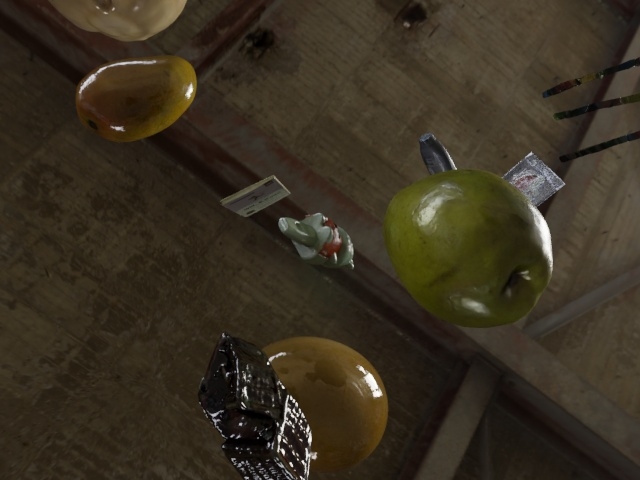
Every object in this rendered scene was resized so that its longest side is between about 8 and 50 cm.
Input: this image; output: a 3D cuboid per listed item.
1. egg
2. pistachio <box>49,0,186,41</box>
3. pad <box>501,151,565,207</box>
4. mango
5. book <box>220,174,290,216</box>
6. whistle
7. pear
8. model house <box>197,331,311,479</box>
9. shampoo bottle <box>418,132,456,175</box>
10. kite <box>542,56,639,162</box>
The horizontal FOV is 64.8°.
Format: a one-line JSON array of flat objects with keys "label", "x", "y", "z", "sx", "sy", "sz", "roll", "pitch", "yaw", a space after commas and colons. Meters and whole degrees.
[{"label": "egg", "x": -0.012, "y": 0.317, "z": 1.001, "sx": 0.322, "sy": 0.250, "sz": 0.250, "roll": 34, "pitch": -114, "yaw": -28}, {"label": "pistachio", "x": -0.233, "y": -0.374, "z": 0.560, "sx": 0.188, "sy": 0.299, "sz": 0.187, "roll": 7, "pitch": -147, "yaw": -5}, {"label": "pad", "x": 0.484, "y": -0.104, "z": 1.298, "sx": 0.006, "sy": 0.245, "sz": 0.170, "roll": 34, "pitch": -155, "yaw": -32}, {"label": "mango", "x": -0.458, "y": -0.370, "z": 1.289, "sx": 0.317, "sy": 0.173, "sz": 0.211, "roll": -30, "pitch": -116, "yaw": -18}, {"label": "book", "x": -0.139, "y": -0.095, "z": 1.125, "sx": 0.127, "sy": 0.182, "sz": 0.014, "roll": -26, "pitch": -98, "yaw": 4}, {"label": "whistle", "x": -0.002, "y": 0.000, "z": 1.075, "sx": 0.253, "sy": 0.102, "sz": 0.105, "roll": 24, "pitch": -90, "yaw": -51}, {"label": "pear", "x": 0.235, "y": 0.006, "z": 0.848, "sx": 0.253, "sy": 0.307, "sz": 0.252, "roll": -5, "pitch": -69, "yaw": -14}, {"label": "model house", "x": -0.076, "y": 0.206, "z": 0.570, "sx": 0.106, "sy": 0.152, "sz": 0.165, "roll": -34, "pitch": -63, "yaw": -10}, {"label": "shampoo bottle", "x": 0.363, "y": -0.213, "z": 1.513, "sx": 0.049, "sy": 0.087, "sz": 0.233, "roll": -49, "pitch": -62, "yaw": -28}, {"label": "kite", "x": 0.416, "y": -0.182, "z": 0.633, "sx": 0.286, "sy": 0.015, "sz": 0.152, "roll": -18, "pitch": -96, "yaw": -5}]
